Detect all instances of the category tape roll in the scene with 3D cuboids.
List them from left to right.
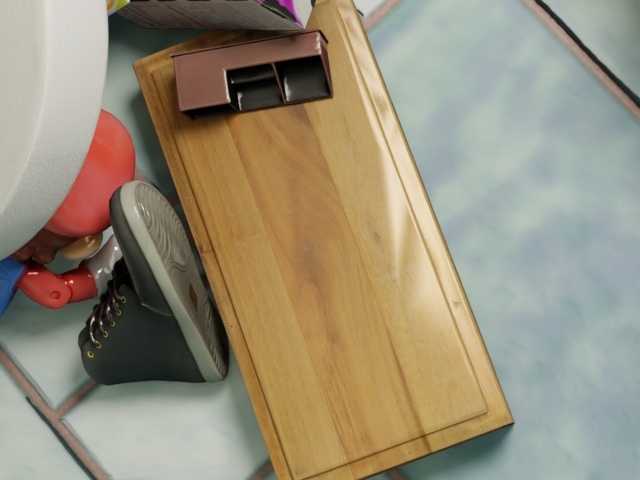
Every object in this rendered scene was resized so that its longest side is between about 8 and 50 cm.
[{"bbox_3d":[-0.337,-0.158,1.135,0.392,0.072,0.392,3,97,30],"label":"tape roll"}]

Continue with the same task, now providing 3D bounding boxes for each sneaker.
[{"bbox_3d":[-0.163,0.050,1.216,0.118,0.222,0.083,-10,41,10],"label":"sneaker"}]

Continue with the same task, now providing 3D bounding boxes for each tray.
[{"bbox_3d":[0.000,0.000,1.259,0.203,0.076,0.410,-21,78,5],"label":"tray"}]

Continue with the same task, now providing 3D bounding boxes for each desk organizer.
[{"bbox_3d":[-0.057,-0.140,1.228,0.130,0.047,0.050,-9,83,8],"label":"desk organizer"}]

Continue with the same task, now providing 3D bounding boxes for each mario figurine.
[{"bbox_3d":[-0.285,0.003,1.275,0.320,0.198,0.170,-43,57,13],"label":"mario figurine"}]

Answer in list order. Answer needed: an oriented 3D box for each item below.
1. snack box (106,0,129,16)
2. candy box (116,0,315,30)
[{"bbox_3d":[-0.283,-0.236,1.246,0.207,0.174,0.070,-22,40,38],"label":"snack box"},{"bbox_3d":[-0.085,-0.265,1.246,0.233,0.071,0.159,11,79,47],"label":"candy box"}]
